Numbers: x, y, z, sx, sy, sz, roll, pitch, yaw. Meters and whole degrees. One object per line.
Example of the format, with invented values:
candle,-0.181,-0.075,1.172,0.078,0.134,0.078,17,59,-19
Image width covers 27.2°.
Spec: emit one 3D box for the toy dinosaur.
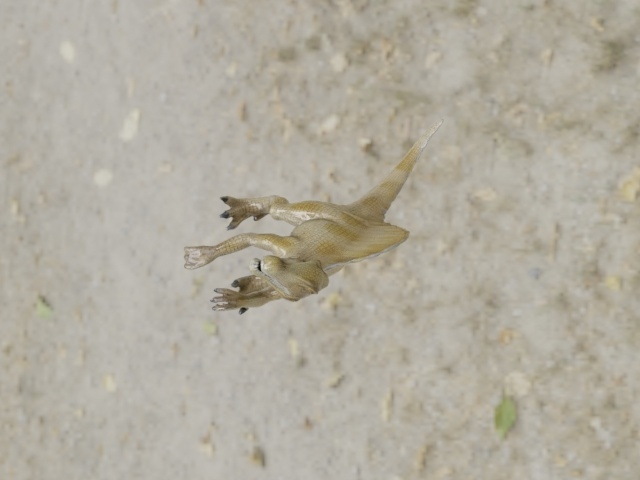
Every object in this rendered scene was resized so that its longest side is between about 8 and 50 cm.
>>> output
toy dinosaur,0.000,0.000,0.597,0.092,0.183,0.053,-8,108,26
